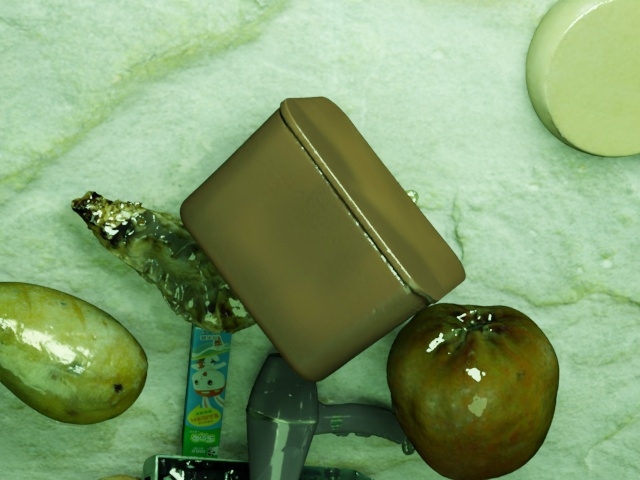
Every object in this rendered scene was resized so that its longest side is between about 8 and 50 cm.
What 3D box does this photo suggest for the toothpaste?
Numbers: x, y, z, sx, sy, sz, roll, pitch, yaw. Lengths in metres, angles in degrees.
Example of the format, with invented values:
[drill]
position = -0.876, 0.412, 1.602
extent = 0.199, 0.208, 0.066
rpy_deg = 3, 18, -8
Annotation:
[toothpaste]
position = -0.187, 0.240, 1.952
extent = 0.065, 0.050, 0.267
rpy_deg = 3, 118, -10

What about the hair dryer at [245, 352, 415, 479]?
[hair dryer]
position = 0.041, 0.349, 1.979
extent = 0.361, 0.121, 0.301
rpy_deg = 7, 90, -24

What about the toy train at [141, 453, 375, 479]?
[toy train]
position = -0.099, 0.423, 2.016
extent = 0.407, 0.086, 0.088
rpy_deg = 9, 158, -23

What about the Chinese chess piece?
[Chinese chess piece]
position = 0.431, -0.250, 1.721
extent = 0.273, 0.102, 0.273
rpy_deg = -2, 117, -3

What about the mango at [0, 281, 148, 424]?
[mango]
position = -0.421, 0.166, 1.820
extent = 0.329, 0.176, 0.176
rpy_deg = 29, 99, -15

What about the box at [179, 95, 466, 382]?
[box]
position = 0.000, 0.000, 1.682
extent = 0.229, 0.239, 0.339
rpy_deg = -40, 84, 18

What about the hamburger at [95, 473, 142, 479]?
[hamburger]
position = -0.355, 0.531, 2.046
extent = 0.243, 0.146, 0.286
rpy_deg = 22, 115, -9

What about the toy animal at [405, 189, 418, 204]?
[toy animal]
position = 0.073, 0.019, 1.845
extent = 0.101, 0.103, 0.219
rpy_deg = 18, 117, 3

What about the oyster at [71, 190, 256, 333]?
[oyster]
position = -0.228, 0.032, 1.806
extent = 0.345, 0.078, 0.129
rpy_deg = 36, 90, -21

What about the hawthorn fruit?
[hawthorn fruit]
position = 0.243, 0.251, 1.878
extent = 0.267, 0.268, 0.301
rpy_deg = -9, 119, -1
